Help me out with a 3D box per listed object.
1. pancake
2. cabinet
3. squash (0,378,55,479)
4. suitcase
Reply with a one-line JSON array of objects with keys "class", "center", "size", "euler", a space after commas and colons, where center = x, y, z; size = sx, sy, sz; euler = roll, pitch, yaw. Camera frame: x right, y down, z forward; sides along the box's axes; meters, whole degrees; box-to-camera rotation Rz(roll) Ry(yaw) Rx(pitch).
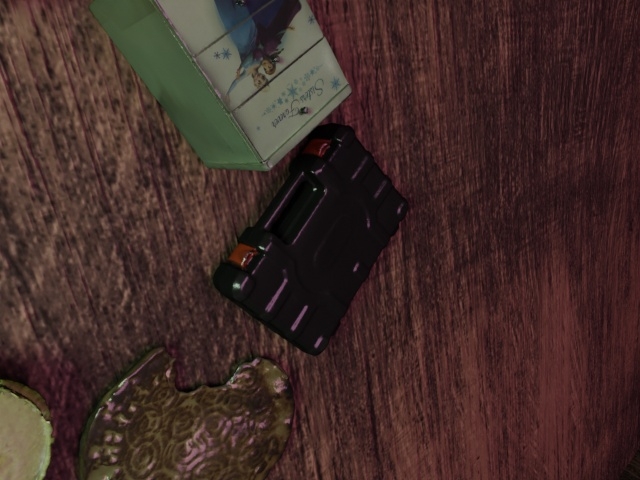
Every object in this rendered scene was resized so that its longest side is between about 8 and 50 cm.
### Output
[{"class": "pancake", "center": [-0.159, 0.251, 0.623], "size": [0.288, 0.033, 0.286], "euler": [-33, 116, -31]}, {"class": "cabinet", "center": [-0.098, -0.201, 0.503], "size": [0.145, 0.150, 0.206], "euler": [-47, 124, -22]}, {"class": "squash", "center": [-0.363, 0.207, 0.417], "size": [0.220, 0.133, 0.220], "euler": [-25, 121, -50]}, {"class": "suitcase", "center": [0.000, 0.000, 0.680], "size": [0.206, 0.066, 0.285], "euler": [44, 71, -37]}]
